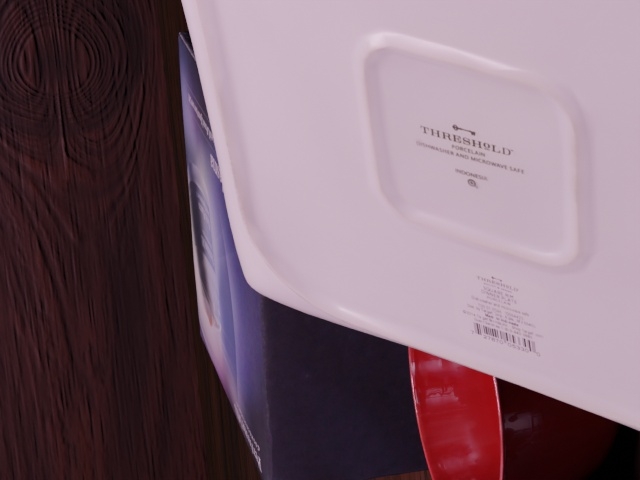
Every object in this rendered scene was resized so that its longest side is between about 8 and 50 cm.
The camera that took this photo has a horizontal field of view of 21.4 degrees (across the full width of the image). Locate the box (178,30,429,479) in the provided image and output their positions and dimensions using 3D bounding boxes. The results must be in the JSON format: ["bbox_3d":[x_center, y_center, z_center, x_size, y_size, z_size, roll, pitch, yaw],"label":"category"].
[{"bbox_3d":[0.000,0.000,1.372,0.296,0.183,0.294,-123,27,-64],"label":"box"}]

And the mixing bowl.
[{"bbox_3d":[0.126,0.089,1.045,0.181,0.098,0.181,174,90,-77],"label":"mixing bowl"}]

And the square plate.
[{"bbox_3d":[0.075,-0.046,0.698,0.347,0.049,0.344,19,139,28],"label":"square plate"}]
